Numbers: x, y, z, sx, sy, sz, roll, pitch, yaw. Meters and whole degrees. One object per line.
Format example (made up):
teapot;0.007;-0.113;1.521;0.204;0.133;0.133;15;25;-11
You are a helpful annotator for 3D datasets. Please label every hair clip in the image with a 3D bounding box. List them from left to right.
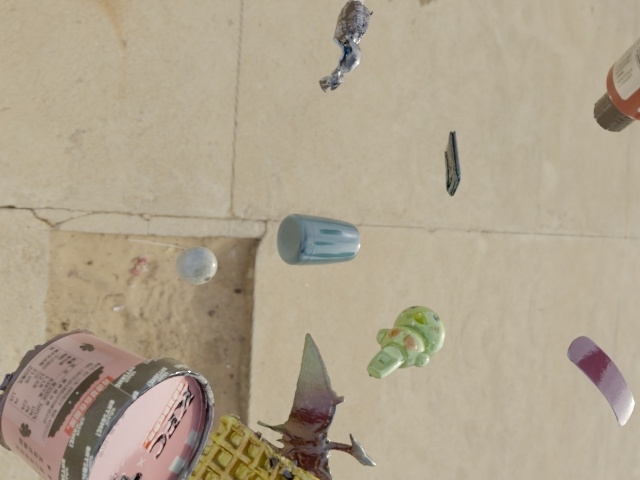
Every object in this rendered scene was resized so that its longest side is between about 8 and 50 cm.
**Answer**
hair clip;0.400;0.196;0.989;0.054;0.022;0.137;-38;92;-31

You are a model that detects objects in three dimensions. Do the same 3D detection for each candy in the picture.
candy;0.042;-0.326;1.100;0.051;0.094;0.226;25;56;-14

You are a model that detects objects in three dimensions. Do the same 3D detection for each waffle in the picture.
waffle;-0.102;0.430;1.148;0.065;0.283;0.309;48;26;-60

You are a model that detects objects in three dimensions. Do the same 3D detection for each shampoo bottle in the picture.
shampoo bottle;0.455;-0.229;0.933;0.104;0.278;0.104;2;73;-7

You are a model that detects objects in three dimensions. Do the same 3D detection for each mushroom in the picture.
mushroom;-0.254;0.046;1.437;0.085;0.079;0.085;-2;110;-7

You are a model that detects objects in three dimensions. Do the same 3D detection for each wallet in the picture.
wallet;0.299;-0.176;1.610;0.088;0.026;0.129;91;-1;-63

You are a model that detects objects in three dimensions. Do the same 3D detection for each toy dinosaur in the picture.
toy dinosaur;-0.011;0.338;1.270;0.327;0.206;0.113;62;24;-17

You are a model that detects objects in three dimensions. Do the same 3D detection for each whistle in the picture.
whistle;0.209;0.233;1.669;0.294;0.141;0.141;-14;103;-59

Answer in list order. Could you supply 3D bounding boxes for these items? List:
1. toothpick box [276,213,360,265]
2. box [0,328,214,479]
toothpick box;0.000;0.000;1.656;0.184;0.120;0.120;2;91;-36
box;-0.191;0.155;0.606;0.151;0.135;0.151;-44;146;-41
